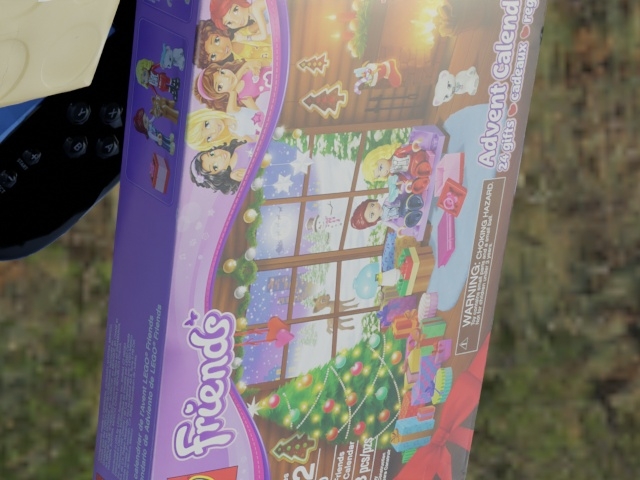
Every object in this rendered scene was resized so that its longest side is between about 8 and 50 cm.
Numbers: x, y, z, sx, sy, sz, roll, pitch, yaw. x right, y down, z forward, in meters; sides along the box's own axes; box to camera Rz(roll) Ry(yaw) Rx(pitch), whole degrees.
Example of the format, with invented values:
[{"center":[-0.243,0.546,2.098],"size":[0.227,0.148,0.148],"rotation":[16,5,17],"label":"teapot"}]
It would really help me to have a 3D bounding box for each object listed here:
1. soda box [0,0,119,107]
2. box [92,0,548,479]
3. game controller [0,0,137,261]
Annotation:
[{"center":[-0.076,-0.124,0.486],"size":[0.058,0.181,0.061],"rotation":[39,-146,22],"label":"soda box"},{"center":[0.000,0.000,0.857],"size":[0.201,0.293,0.057],"rotation":[-7,-156,-35],"label":"box"},{"center":[-0.183,-0.128,0.842],"size":[0.067,0.166,0.319],"rotation":[23,158,45],"label":"game controller"}]
